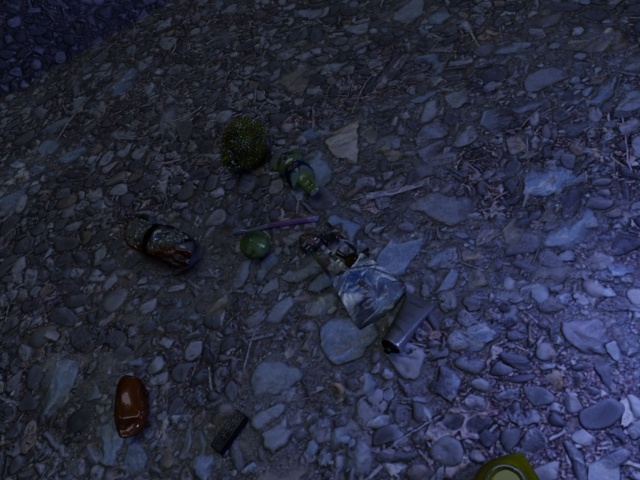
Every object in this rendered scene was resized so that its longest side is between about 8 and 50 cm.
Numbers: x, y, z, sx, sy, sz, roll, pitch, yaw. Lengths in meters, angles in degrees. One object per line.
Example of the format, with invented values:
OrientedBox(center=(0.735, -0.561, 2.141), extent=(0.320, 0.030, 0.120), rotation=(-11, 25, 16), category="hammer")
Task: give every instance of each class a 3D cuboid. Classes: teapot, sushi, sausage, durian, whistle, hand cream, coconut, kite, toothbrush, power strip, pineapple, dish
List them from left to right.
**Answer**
OrientedBox(center=(-0.505, 0.443, 1.631), extent=(0.089, 0.089, 0.179), rotation=(-17, 53, 8), category="sausage")
OrientedBox(center=(-0.509, 0.000, 1.951), extent=(0.331, 0.124, 0.130), rotation=(17, 72, 30), category="sushi")
OrientedBox(center=(-0.226, 0.477, 1.525), extent=(0.037, 0.029, 0.111), rotation=(21, 63, 33), category="power strip")
OrientedBox(center=(-0.265, -0.326, 2.099), extent=(0.146, 0.159, 0.198), rotation=(25, 98, 45), category="durian")
OrientedBox(center=(-0.198, 0.014, 1.839), extent=(0.087, 0.096, 0.088), rotation=(-6, 69, 14), category="coconut")
OrientedBox(center=(-0.144, -0.050, 1.917), extent=(0.286, 0.020, 0.025), rotation=(-8, 44, 15), category="toothbrush")
OrientedBox(center=(-0.074, -0.217, 1.980), extent=(0.105, 0.085, 0.227), rotation=(-39, 50, 0), category="whistle")
OrientedBox(center=(0.000, 0.000, 1.803), extent=(0.124, 0.058, 0.058), rotation=(-8, 51, 9), category="pineapple")
OrientedBox(center=(0.086, 0.075, 1.645), extent=(0.169, 0.015, 0.310), rotation=(-37, 79, -3), category="kite")
OrientedBox(center=(0.094, 0.053, 1.704), extent=(0.110, 0.080, 0.085), rotation=(28, 67, 35), category="teapot")
OrientedBox(center=(0.214, 0.214, 1.555), extent=(0.087, 0.054, 0.186), rotation=(21, 57, 28), category="hand cream")
OrientedBox(center=(0.372, 0.514, 1.235), extent=(0.148, 0.080, 0.208), rotation=(10, 56, 28), category="dish")
